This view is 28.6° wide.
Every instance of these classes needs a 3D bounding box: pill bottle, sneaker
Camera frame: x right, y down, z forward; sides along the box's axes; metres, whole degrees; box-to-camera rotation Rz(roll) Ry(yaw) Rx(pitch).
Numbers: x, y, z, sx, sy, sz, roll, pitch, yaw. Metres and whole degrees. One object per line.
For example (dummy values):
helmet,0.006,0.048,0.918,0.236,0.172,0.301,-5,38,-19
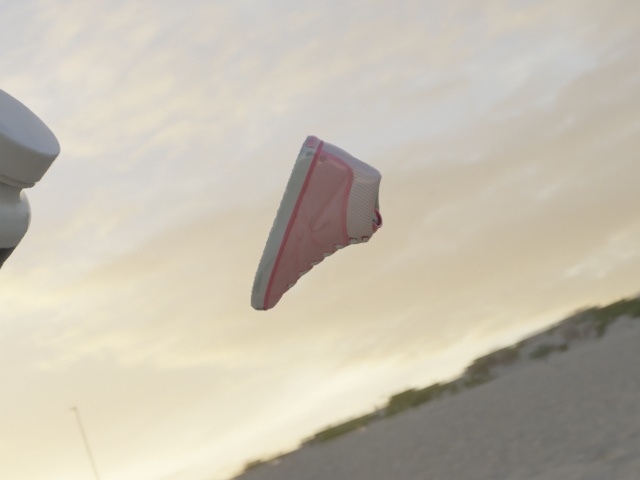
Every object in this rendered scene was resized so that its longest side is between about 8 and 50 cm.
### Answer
pill bottle,-0.413,-0.010,1.302,0.318,0.176,0.176,-50,-23,13
sneaker,0.000,0.000,0.843,0.051,0.070,0.134,-77,8,-63
